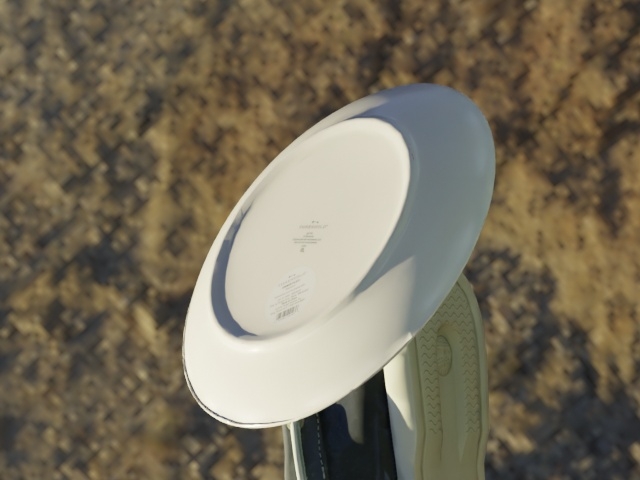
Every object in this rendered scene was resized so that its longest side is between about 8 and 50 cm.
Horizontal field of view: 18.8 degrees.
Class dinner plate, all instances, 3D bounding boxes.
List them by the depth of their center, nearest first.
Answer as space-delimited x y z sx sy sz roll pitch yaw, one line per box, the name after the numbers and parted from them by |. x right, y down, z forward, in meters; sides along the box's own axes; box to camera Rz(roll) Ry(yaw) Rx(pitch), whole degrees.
0.000 0.000 0.665 0.141 0.017 0.141 -32 37 28 | dinner plate

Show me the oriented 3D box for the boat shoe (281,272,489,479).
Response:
0.019 0.124 0.745 0.079 0.084 0.233 -8 74 29 | boat shoe
